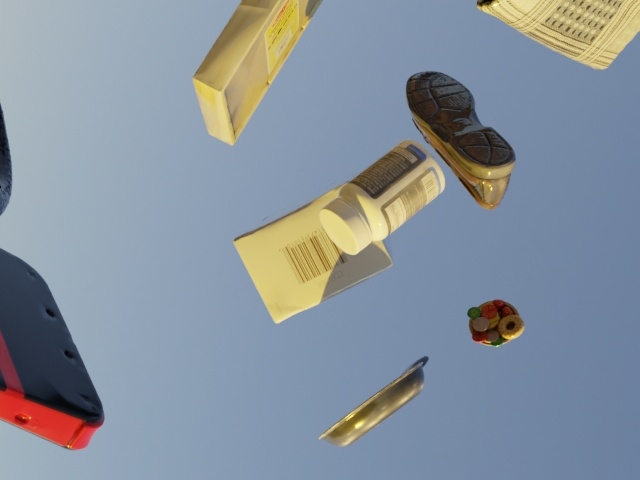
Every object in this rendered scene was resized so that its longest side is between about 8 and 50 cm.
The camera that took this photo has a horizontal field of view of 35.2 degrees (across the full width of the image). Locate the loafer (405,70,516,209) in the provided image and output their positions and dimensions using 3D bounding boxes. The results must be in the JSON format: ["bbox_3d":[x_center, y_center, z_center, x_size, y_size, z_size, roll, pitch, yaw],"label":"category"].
[{"bbox_3d":[0.208,-0.160,1.582,0.303,0.109,0.095,-117,-160,-49],"label":"loafer"}]

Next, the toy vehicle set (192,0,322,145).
[{"bbox_3d":[-0.056,-0.252,1.167,0.267,0.035,0.166,-60,173,-14],"label":"toy vehicle set"}]

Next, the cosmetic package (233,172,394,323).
[{"bbox_3d":[0.000,0.000,1.709,0.156,0.217,0.385,63,4,-5],"label":"cosmetic package"}]

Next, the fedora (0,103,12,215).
[{"bbox_3d":[-0.537,-0.178,1.389,0.334,0.152,0.334,167,-90,-85],"label":"fedora"}]

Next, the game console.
[{"bbox_3d":[-0.463,0.101,1.351,0.060,0.342,0.386,-47,-133,8],"label":"game console"}]

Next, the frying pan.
[{"bbox_3d":[0.094,0.259,1.598,0.197,0.326,0.053,-37,-101,4],"label":"frying pan"}]

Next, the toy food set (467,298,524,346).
[{"bbox_3d":[0.268,0.127,1.563,0.082,0.020,0.083,-25,-128,3],"label":"toy food set"}]

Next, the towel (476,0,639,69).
[{"bbox_3d":[0.374,-0.344,1.170,0.324,0.312,0.056,-47,-124,25],"label":"towel"}]

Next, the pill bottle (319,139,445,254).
[{"bbox_3d":[0.070,-0.049,1.161,0.078,0.137,0.078,44,-22,22],"label":"pill bottle"}]
